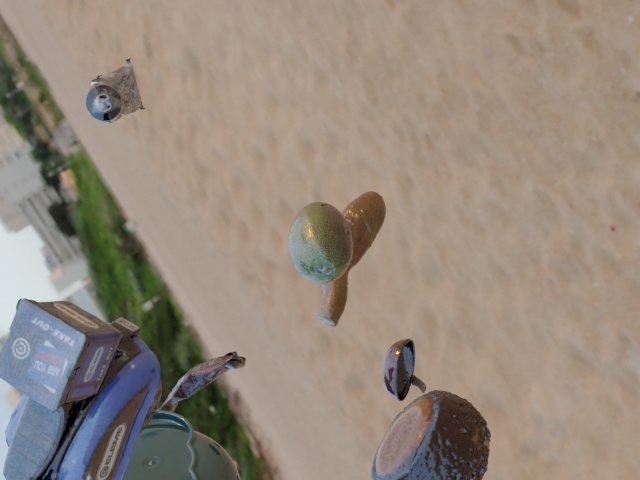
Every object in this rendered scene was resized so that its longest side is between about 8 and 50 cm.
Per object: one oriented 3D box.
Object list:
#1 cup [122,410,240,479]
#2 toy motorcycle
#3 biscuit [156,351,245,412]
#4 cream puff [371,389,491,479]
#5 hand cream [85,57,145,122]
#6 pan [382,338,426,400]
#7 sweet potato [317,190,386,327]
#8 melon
[{"bbox_3d":[-0.199,0.355,1.365,0.290,0.219,0.258,-107,13,-61],"label":"cup"},{"bbox_3d":[-0.284,0.231,1.087,0.125,0.359,0.212,26,-172,21],"label":"toy motorcycle"},{"bbox_3d":[-0.275,0.320,2.475,0.063,0.235,0.151,58,-175,-4],"label":"biscuit"},{"bbox_3d":[0.204,0.387,1.955,0.165,0.239,0.239,36,176,-11],"label":"cream puff"},{"bbox_3d":[-0.303,-0.214,1.620,0.257,0.050,0.084,-89,-16,-75],"label":"hand cream"},{"bbox_3d":[0.091,0.148,1.201,0.023,0.068,0.115,6,159,23],"label":"pan"},{"bbox_3d":[0.060,0.022,2.465,0.109,0.385,0.109,17,143,13],"label":"sweet potato"},{"bbox_3d":[0.000,0.000,1.652,0.162,0.099,0.099,-96,-18,-57],"label":"melon"}]
